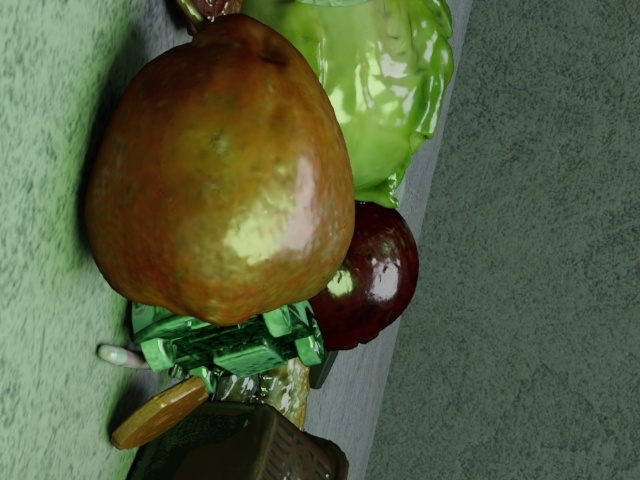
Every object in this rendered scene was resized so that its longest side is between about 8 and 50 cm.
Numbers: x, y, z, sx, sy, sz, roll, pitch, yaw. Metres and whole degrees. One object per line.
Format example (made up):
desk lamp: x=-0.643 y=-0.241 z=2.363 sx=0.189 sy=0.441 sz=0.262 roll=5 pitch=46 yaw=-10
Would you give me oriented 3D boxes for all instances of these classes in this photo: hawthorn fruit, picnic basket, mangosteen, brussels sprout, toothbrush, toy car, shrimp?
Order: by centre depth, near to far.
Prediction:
hawthorn fruit: x=-0.077 y=-0.070 z=1.036 sx=0.210 sy=0.211 sz=0.262 roll=-46 pitch=136 yaw=-71
toothbrush: x=-0.161 y=0.117 z=1.275 sx=0.286 sy=0.020 sz=0.025 roll=43 pitch=67 yaw=-78
toy car: x=-0.089 y=0.065 z=1.293 sx=0.306 sy=0.136 sz=0.125 roll=53 pitch=22 yaw=-71
picnic basket: x=-0.113 y=0.281 z=1.311 sx=0.129 sy=0.223 sz=0.297 roll=61 pitch=38 yaw=-41
brussels sprout: x=0.021 y=-0.177 z=1.357 sx=0.294 sy=0.227 sz=0.259 roll=77 pitch=12 yaw=-51
mangosteen: x=0.000 y=0.000 z=1.553 sx=0.215 sy=0.215 sz=0.257 roll=-33 pitch=108 yaw=-76
shrimp: x=-0.099 y=0.266 z=1.628 sx=0.272 sy=0.085 sz=0.445 roll=81 pitch=25 yaw=-44

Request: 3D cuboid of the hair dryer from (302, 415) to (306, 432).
hair dryer: x=-0.086 y=0.312 z=1.867 sx=0.199 sy=0.067 sz=0.167 roll=-53 pitch=162 yaw=-42

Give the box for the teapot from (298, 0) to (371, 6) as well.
teapot: x=-0.015 y=-0.313 z=1.132 sx=0.163 sy=0.222 sz=0.178 roll=123 pitch=-30 yaw=-43

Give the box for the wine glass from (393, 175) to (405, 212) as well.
wine glass: x=0.068 y=-0.133 z=1.880 sx=0.143 sy=0.143 sz=0.321 roll=-42 pitch=143 yaw=-73

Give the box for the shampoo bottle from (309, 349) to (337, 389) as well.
shampoo bottle: x=-0.002 y=0.116 z=1.876 sx=0.079 sy=0.080 sz=0.246 roll=-59 pitch=172 yaw=-51

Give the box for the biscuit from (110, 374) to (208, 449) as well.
biscuit: x=-0.149 y=0.160 z=1.252 sx=0.102 sy=0.019 sz=0.130 roll=-37 pitch=170 yaw=-4

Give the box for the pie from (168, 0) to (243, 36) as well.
pie: x=-0.093 y=-0.244 z=1.162 sx=0.153 sy=0.038 sz=0.153 roll=12 pitch=90 yaw=-77
